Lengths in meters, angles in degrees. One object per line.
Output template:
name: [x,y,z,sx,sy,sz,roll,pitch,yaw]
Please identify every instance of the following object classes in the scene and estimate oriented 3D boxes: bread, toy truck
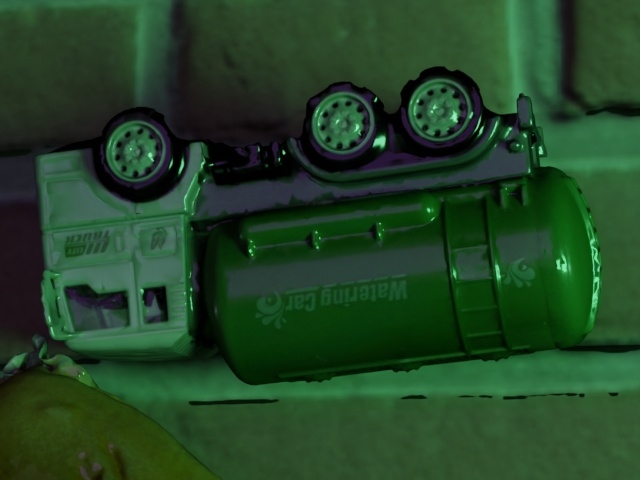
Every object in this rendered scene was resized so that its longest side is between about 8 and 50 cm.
bread: [-0.072,0.159,0.840,0.241,0.107,0.136,36,82,22]
toy truck: [0.000,0.000,0.878,0.242,0.101,0.125,-6,83,10]
